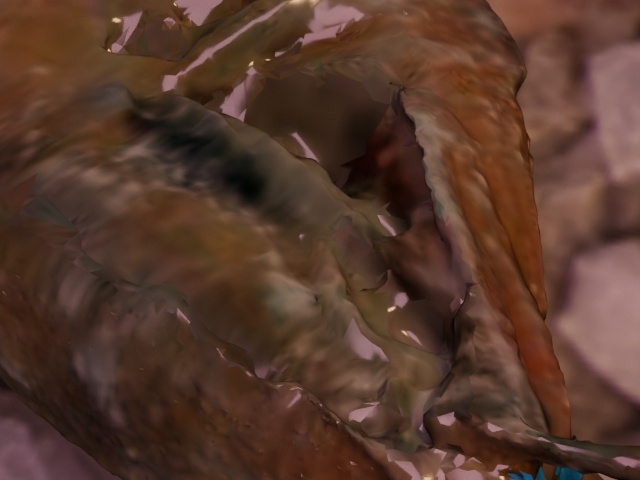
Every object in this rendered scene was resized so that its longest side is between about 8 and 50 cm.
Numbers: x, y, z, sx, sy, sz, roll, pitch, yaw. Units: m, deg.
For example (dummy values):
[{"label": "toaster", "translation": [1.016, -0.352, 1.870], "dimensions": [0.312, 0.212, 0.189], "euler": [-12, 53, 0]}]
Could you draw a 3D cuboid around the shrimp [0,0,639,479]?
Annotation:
[{"label": "shrimp", "translation": [0.000, 0.000, 0.607], "dimensions": [0.221, 0.110, 0.446], "euler": [-40, 55, -15]}]
